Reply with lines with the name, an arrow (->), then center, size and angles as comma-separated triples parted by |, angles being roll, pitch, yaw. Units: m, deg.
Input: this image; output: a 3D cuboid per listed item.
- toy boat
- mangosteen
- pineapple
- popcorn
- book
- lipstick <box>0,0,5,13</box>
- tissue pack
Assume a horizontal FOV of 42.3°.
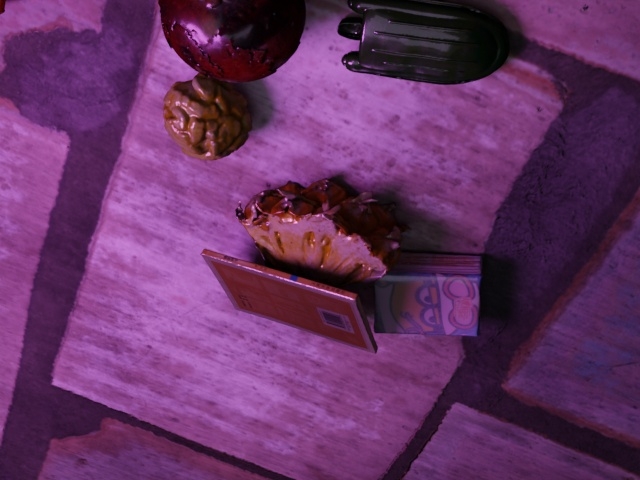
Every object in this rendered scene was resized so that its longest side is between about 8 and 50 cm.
toy boat -> 0.124, -0.241, 1.000 | 0.210, 0.052, 0.104 | 7, 122, 3
mangosteen -> -0.097, -0.261, 0.964 | 0.166, 0.180, 0.166 | 0, 95, 4
pineapple -> 0.000, 0.000, 1.161 | 0.237, 0.114, 0.186 | 14, 125, 13
popcorn -> -0.150, -0.162, 1.075 | 0.106, 0.121, 0.116 | 8, 104, 50
book -> -0.041, 0.087, 1.179 | 0.242, 0.018, 0.170 | 16, 153, 23
lipstick -> -0.377, -0.389, 0.980 | 0.068, 0.061, 0.274 | 19, 124, -6
tissue pack -> 0.155, 0.079, 1.199 | 0.155, 0.065, 0.115 | 1, 125, 8
